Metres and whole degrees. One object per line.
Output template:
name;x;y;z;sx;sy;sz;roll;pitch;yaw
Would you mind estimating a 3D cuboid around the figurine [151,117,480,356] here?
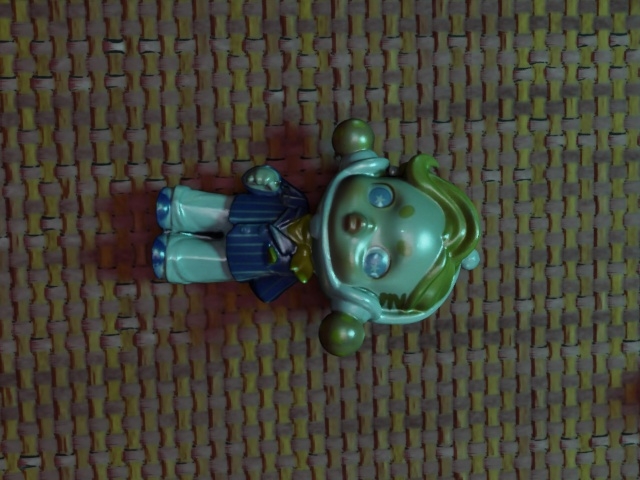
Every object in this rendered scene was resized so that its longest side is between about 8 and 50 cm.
figurine;-0.004;0.010;0.778;0.274;0.133;0.194;-19;75;1
